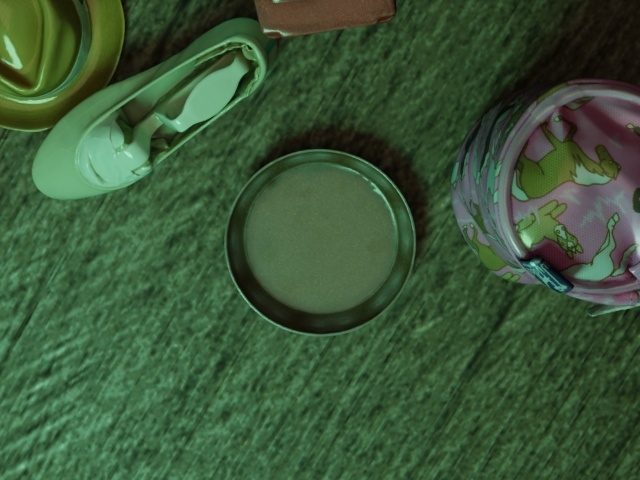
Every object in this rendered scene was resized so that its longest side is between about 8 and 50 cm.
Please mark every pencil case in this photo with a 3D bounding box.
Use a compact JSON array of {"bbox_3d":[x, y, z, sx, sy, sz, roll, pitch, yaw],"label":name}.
[{"bbox_3d":[0.193,-0.036,1.500,0.160,0.386,0.167,13,92,-2],"label":"pencil case"}]

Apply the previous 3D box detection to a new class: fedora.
[{"bbox_3d":[-0.261,-0.184,1.631,0.194,0.079,0.194,0,103,1],"label":"fedora"}]

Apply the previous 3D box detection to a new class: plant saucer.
[{"bbox_3d":[0.000,0.000,1.689,0.168,0.029,0.168,0,103,1],"label":"plant saucer"}]

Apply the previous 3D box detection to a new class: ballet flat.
[{"bbox_3d":[-0.143,-0.104,1.638,0.248,0.086,0.086,-36,99,9],"label":"ballet flat"}]

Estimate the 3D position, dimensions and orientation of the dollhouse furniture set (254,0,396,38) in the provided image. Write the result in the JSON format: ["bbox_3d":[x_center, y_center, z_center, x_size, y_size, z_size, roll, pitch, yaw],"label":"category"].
[{"bbox_3d":[0.125,-0.271,1.539,0.374,0.201,0.152,-8,102,4],"label":"dollhouse furniture set"}]
